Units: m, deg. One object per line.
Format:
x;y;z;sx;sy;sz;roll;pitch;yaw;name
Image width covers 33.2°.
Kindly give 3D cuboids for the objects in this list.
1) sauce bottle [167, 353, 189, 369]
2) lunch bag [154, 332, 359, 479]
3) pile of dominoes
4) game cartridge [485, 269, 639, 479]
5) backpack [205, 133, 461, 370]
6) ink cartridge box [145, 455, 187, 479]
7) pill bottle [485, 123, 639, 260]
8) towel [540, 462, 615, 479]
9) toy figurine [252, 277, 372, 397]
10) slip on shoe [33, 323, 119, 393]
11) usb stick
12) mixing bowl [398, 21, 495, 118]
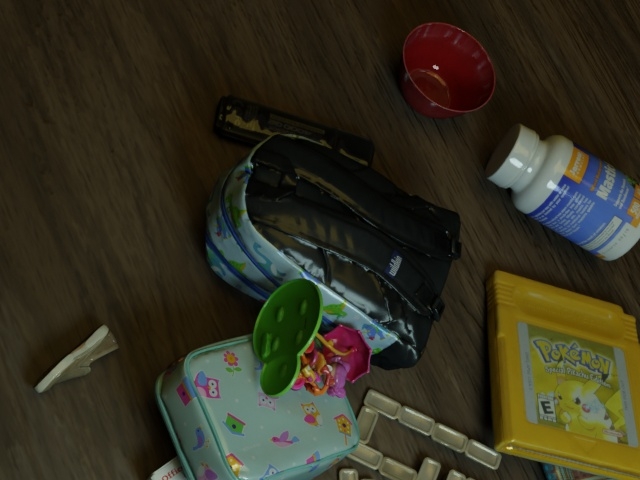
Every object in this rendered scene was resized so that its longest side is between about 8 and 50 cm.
-0.171;0.225;1.542;0.042;0.042;0.128;-28;79;-31;sauce bottle
-0.085;0.236;1.499;0.279;0.108;0.224;-7;62;-49;lunch bag
0.146;0.367;1.631;0.251;0.040;0.196;27;59;0;pile of dominoes
0.409;0.220;1.761;0.285;0.052;0.323;16;53;-17;game cartridge
0.000;0.000;1.619;0.355;0.273;0.290;36;57;-30;backpack
-0.164;0.357;1.475;0.099;0.056;0.135;-31;82;-32;ink cartridge box
0.433;-0.091;1.885;0.272;0.152;0.152;30;59;-9;pill bottle
0.514;0.489;1.679;0.271;0.040;0.370;-2;60;-30;towel
0.004;0.162;1.486;0.159;0.130;0.173;33;51;-36;toy figurine
-0.338;0.172;1.494;0.041;0.051;0.135;52;51;-8;slip on shoe
-0.039;-0.171;1.782;0.278;0.045;0.077;16;68;-16;usb stick
0.209;-0.286;1.910;0.181;0.098;0.181;9;64;-19;mixing bowl
